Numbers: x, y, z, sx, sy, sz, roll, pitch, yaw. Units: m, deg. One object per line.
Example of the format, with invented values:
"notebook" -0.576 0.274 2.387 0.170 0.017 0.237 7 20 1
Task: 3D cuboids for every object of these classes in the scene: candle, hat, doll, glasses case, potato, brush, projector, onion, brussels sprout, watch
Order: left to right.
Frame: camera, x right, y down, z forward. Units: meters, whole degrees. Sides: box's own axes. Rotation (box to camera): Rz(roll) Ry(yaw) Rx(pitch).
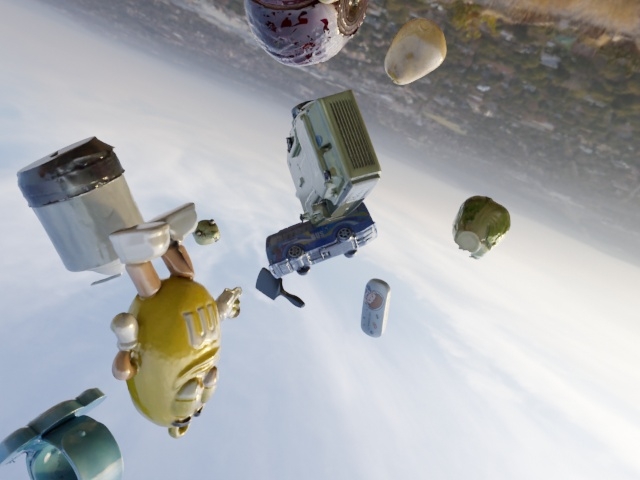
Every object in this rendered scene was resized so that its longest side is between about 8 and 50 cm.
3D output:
"watch" -0.479 0.414 0.892 0.193 0.211 0.211 52 -165 7
"candle" -0.535 -0.053 1.108 0.222 0.342 0.221 -15 -156 7
"doll" -0.274 0.134 0.896 0.161 0.422 0.348 2 -137 25
"hat" -0.341 -0.030 1.399 0.077 0.059 0.076 -22 -108 -22
"brush" -0.101 0.125 1.165 0.016 0.062 0.194 13 -171 -43
"onion" -0.021 -0.579 1.142 0.282 0.336 0.260 14 161 18
"projector" 0.003 -0.139 0.801 0.088 0.193 0.269 -17 172 -15
"glasses case" 0.149 0.185 1.272 0.067 0.178 0.045 17 -152 26
"potato" 0.121 -0.241 0.605 0.068 0.083 0.062 55 -160 13
"brussels sprout" 0.391 -0.038 1.158 0.131 0.145 0.183 44 -165 3

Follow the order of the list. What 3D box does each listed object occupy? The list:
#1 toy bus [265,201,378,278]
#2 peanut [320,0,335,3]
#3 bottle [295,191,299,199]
"toy bus" 0.000 0.000 0.985 0.079 0.237 0.094 69 -179 -55
"peanut" 0.010 -0.594 0.849 0.147 0.305 0.146 0 -141 0
"bottle" 0.050 -0.086 1.306 0.245 0.104 0.104 40 -172 -9
